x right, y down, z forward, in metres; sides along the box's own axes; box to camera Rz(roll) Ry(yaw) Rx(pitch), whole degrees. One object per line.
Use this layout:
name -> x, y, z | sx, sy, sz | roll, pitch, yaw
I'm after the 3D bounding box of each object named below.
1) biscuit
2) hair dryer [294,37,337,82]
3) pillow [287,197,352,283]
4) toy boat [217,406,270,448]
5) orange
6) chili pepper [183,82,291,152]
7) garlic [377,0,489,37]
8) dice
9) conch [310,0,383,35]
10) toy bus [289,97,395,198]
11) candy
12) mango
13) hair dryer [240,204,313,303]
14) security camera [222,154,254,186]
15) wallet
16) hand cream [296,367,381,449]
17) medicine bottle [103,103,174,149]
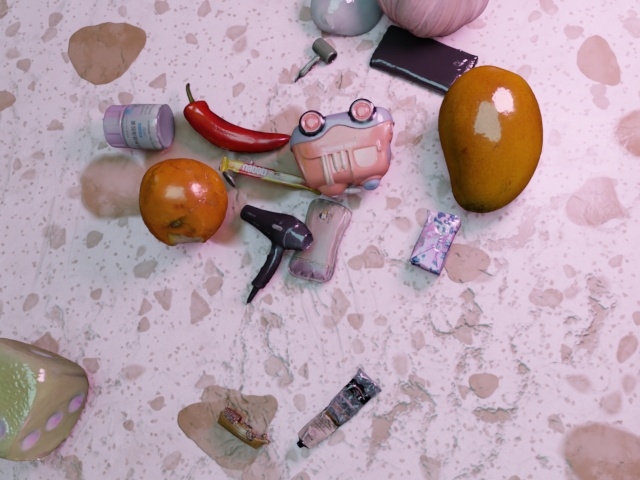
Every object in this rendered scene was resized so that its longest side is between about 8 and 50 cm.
biscuit -> -0.136, -0.180, 1.777 | 0.292, 0.026, 0.048 | 13, 81, -1
hair dryer -> -0.024, -0.516, 1.868 | 0.150, 0.047, 0.071 | -45, 71, 7
pillow -> 0.000, 0.000, 1.722 | 0.131, 0.038, 0.232 | 15, 77, 18
toy boat -> -0.196, 0.479, 1.623 | 0.149, 0.047, 0.049 | 30, 81, 16
orange -> -0.366, -0.102, 1.706 | 0.240, 0.240, 0.239 | -2, 75, 8
chili pepper -> -0.266, -0.324, 1.837 | 0.369, 0.092, 0.137 | 29, 63, 8
garlic -> 0.294, -0.685, 1.747 | 0.318, 0.259, 0.317 | 12, 56, -19
dice -> -0.770, 0.402, 1.629 | 0.255, 0.252, 0.249 | 19, 80, 14
conch -> 0.081, -0.687, 1.863 | 0.221, 0.121, 0.184 | -25, 103, -3
toy bus -> 0.065, -0.235, 1.700 | 0.288, 0.194, 0.232 | -10, 83, 4
candy -> 0.296, 0.004, 1.658 | 0.092, 0.073, 0.160 | 21, 80, 15
mango -> 0.433, -0.257, 1.636 | 0.264, 0.221, 0.377 | 4, 86, 5
hair dryer -> -0.162, 0.043, 1.715 | 0.236, 0.091, 0.271 | 24, 88, 30
security camera -> -0.229, -0.201, 1.812 | 0.092, 0.058, 0.058 | -42, 73, -15
wallet -> 0.290, -0.512, 1.817 | 0.285, 0.030, 0.146 | 26, 82, 14
hand cream -> 0.037, 0.432, 1.607 | 0.248, 0.052, 0.075 | -42, 96, -9
medicine bottle -> -0.523, -0.329, 1.843 | 0.169, 0.135, 0.135 | 3, 76, 10
